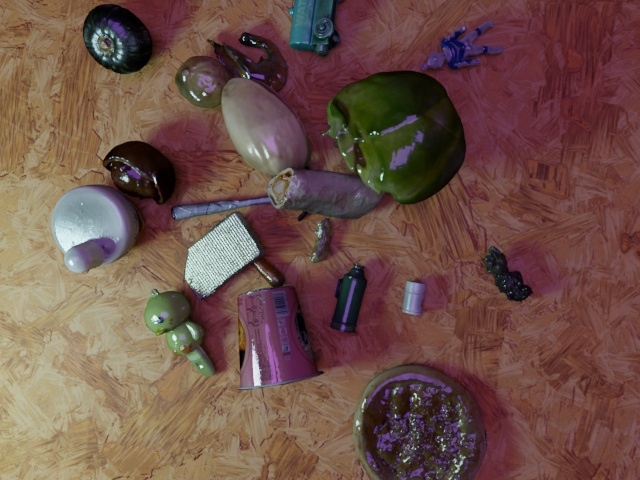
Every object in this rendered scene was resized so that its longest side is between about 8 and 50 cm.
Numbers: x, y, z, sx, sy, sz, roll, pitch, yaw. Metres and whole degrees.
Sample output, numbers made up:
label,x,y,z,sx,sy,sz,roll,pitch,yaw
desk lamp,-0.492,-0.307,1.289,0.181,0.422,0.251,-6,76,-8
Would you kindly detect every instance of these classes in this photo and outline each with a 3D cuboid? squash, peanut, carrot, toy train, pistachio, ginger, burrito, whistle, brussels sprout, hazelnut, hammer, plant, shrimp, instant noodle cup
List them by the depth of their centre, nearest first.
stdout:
label,x,y,z,sx,sy,sz,roll,pitch,yaw
brussels sprout,0.196,-0.273,1.426,0.371,0.276,0.315,41,92,30
burrito,0.018,-0.125,1.483,0.298,0.143,0.105,5,59,-29
pistachio,-0.152,-0.307,1.502,0.214,0.193,0.318,-40,81,37
plant,0.503,0.096,1.504,0.085,0.087,0.174,-39,92,-25
instant noodle cup,-0.127,0.261,1.512,0.243,0.244,0.255,-12,81,6
toy train,-0.014,-0.640,1.545,0.159,0.101,0.249,7,90,19
hazelnut,-0.500,-0.188,1.556,0.160,0.170,0.202,-42,74,-1
squash,-0.571,-0.568,1.566,0.193,0.155,0.193,22,129,30
peanut,-0.326,-0.447,1.571,0.159,0.109,0.141,39,105,-7
whistle,-0.404,0.268,1.571,0.141,0.141,0.294,-26,88,6
ginger,0.006,0.001,1.572,0.057,0.044,0.137,9,98,-23
shrimp,-0.201,-0.528,1.580,0.254,0.059,0.145,44,92,4
carrot,-0.178,0.065,1.589,0.191,0.047,0.047,43,95,7
hammer,-0.227,-0.115,1.597,0.426,0.044,0.153,-5,91,7

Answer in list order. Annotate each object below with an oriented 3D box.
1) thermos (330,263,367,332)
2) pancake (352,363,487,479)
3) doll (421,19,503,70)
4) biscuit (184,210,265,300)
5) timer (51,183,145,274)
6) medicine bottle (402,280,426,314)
label,x,y,z,sx,sy,sz,roll,pitch,yaw
thermos,0.084,0.159,1.554,0.073,0.083,0.188,15,91,-16
pancake,0.274,0.541,1.533,0.381,0.071,0.383,0,90,6
doll,0.378,-0.523,1.520,0.227,0.057,0.114,-21,94,-3
biscuit,-0.288,0.046,1.582,0.252,0.052,0.150,-37,83,16
timer,-0.632,-0.036,1.535,0.233,0.240,0.234,1,100,6
medicine bottle,0.260,0.159,1.537,0.057,0.057,0.089,8,91,6
